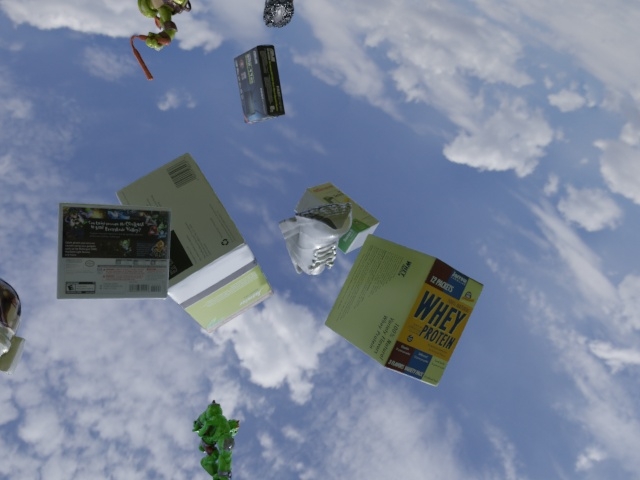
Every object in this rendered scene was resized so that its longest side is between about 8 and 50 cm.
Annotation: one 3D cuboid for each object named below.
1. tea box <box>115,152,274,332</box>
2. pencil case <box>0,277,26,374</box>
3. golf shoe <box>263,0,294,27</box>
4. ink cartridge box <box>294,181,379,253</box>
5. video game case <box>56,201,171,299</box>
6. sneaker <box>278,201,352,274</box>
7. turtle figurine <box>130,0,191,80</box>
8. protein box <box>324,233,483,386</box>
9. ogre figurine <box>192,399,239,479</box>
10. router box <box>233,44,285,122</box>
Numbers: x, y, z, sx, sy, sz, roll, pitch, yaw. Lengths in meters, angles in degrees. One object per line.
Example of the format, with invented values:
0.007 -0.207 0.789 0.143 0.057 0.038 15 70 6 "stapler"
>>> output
-0.319 0.015 1.387 0.220 0.323 0.329 -31 -116 -9 "tea box"
-0.421 -0.001 0.458 0.183 0.410 0.160 15 -127 14 "pencil case"
-0.100 -0.612 1.290 0.077 0.198 0.094 0 -113 -14 "golf shoe"
0.050 -0.073 1.588 0.212 0.093 0.154 39 -152 16 "ink cartridge box"
-0.373 0.021 0.958 0.190 0.173 0.022 2 -174 -21 "video game case"
0.000 0.000 1.033 0.111 0.297 0.129 -11 -93 -14 "sneaker"
-0.257 -0.431 0.923 0.087 0.217 0.270 2 -102 -51 "turtle figurine"
0.147 0.120 0.964 0.136 0.200 0.201 27 178 -31 "protein box"
-0.249 0.473 1.251 0.096 0.118 0.197 17 -157 -18 "ogre figurine"
-0.110 -0.277 0.945 0.038 0.123 0.092 -16 -169 -34 "router box"
